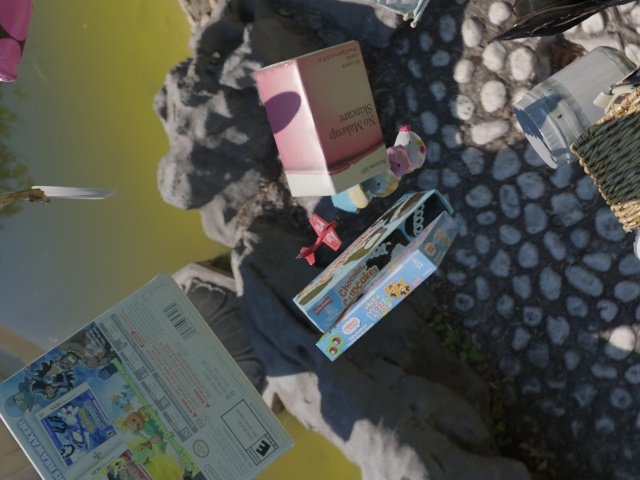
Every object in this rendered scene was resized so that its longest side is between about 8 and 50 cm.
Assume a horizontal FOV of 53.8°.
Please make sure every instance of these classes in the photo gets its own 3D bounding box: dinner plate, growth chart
[{"bbox_3d":[-0.417,-0.081,1.079,0.141,0.141,0.017,1,91,30],"label":"dinner plate"},{"bbox_3d":[0.206,-0.693,1.693,0.172,0.237,0.021,-55,30,33],"label":"growth chart"}]

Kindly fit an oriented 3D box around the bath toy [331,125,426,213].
[{"bbox_3d":[0.173,-0.197,1.666,0.151,0.348,0.129,18,130,33],"label":"bath toy"}]

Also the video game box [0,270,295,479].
[{"bbox_3d":[-0.157,0.163,0.571,0.205,0.187,0.048,52,160,8],"label":"video game box"}]

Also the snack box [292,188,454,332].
[{"bbox_3d":[0.091,0.033,1.196,0.322,0.187,0.060,-43,97,-6],"label":"snack box"}]

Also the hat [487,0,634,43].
[{"bbox_3d":[0.501,-0.523,1.334,0.331,0.331,0.134,-14,95,31],"label":"hat"}]

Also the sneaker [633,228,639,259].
[{"bbox_3d":[0.552,-0.070,0.874,0.112,0.131,0.319,-3,122,-7],"label":"sneaker"}]

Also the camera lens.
[{"bbox_3d":[0.664,-0.338,1.597,0.274,0.219,0.219,-33,80,10],"label":"camera lens"}]

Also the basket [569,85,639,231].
[{"bbox_3d":[0.695,-0.190,1.222,0.223,0.213,0.299,65,146,20],"label":"basket"}]

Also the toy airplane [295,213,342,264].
[{"bbox_3d":[0.000,0.000,1.571,0.151,0.028,0.151,-20,50,26],"label":"toy airplane"}]

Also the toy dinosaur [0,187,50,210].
[{"bbox_3d":[-0.423,-0.041,0.771,0.092,0.183,0.053,-17,100,27],"label":"toy dinosaur"}]

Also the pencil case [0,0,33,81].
[{"bbox_3d":[-0.350,-0.278,0.686,0.098,0.095,0.209,7,82,46],"label":"pencil case"}]

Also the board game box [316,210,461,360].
[{"bbox_3d":[0.097,0.061,0.877,0.039,0.160,0.211,45,120,2],"label":"board game box"}]

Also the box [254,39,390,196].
[{"bbox_3d":[0.007,-0.208,1.098,0.127,0.148,0.232,3,116,51],"label":"box"}]

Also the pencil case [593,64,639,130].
[{"bbox_3d":[0.781,-0.379,1.349,0.183,0.160,0.410,43,76,3],"label":"pencil case"}]
